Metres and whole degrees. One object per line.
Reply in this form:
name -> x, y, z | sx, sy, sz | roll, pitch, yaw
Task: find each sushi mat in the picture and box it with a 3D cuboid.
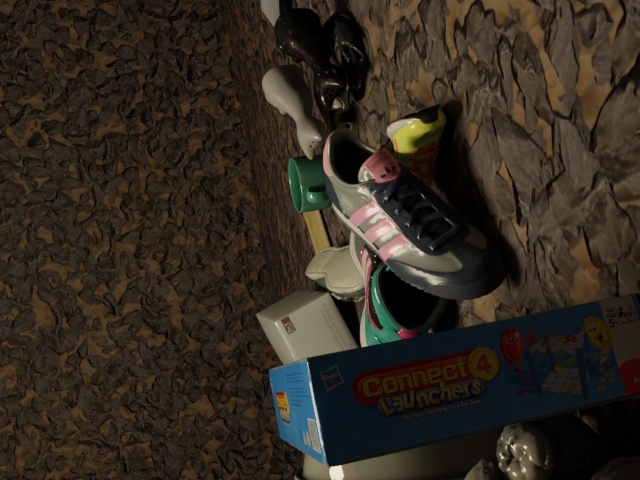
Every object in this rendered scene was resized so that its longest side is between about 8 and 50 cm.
sushi mat -> 0.000, 0.000, 1.741 | 0.151, 0.019, 0.316 | 96, 161, -55

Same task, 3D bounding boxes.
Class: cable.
cable -> 0.045, -0.346, 1.231 | 0.150, 0.047, 0.184 | 86, 165, -46

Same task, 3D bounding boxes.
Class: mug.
mug -> -0.009, -0.124, 1.503 | 0.129, 0.097, 0.157 | 99, 157, -55

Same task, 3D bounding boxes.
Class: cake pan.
cake pan -> 0.111, 0.249, 0.798 | 0.293, 0.293, 0.054 | 132, 132, -75

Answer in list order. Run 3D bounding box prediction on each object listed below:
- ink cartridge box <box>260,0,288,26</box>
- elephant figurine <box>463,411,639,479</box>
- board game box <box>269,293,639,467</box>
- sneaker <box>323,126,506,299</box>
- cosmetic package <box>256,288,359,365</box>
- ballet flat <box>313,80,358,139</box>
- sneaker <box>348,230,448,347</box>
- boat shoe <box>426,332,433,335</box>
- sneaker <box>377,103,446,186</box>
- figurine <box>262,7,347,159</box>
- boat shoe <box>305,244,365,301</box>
ink cartridge box -> -0.116, -0.674, 1.683 | 0.224, 0.045, 0.223 | -115, 19, -48
elephant figurine -> 0.248, 0.265, 0.548 | 0.239, 0.186, 0.169 | 33, 176, 35
board game box -> 0.114, 0.142, 0.669 | 0.308, 0.302, 0.086 | 129, 130, -73
sneaker -> 0.102, -0.043, 0.840 | 0.319, 0.112, 0.131 | 37, 156, 42
cosmetic package -> -0.034, 0.252, 1.665 | 0.217, 0.156, 0.385 | 62, 167, -5
ballet flat -> 0.041, -0.243, 1.300 | 0.068, 0.072, 0.213 | -16, 84, 50
sneaker -> 0.118, 0.038, 1.009 | 0.178, 0.124, 0.295 | 122, 147, -59
boat shoe -> 0.192, 0.185, 0.978 | 0.153, 0.048, 0.056 | -113, 4, -68
sneaker -> 0.138, -0.118, 0.916 | 0.208, 0.082, 0.094 | 105, 144, -75
figurine -> -0.026, -0.290, 1.233 | 0.209, 0.092, 0.215 | 64, 150, 29
boat shoe -> 0.065, 0.078, 1.409 | 0.099, 0.116, 0.319 | 39, 170, -17
